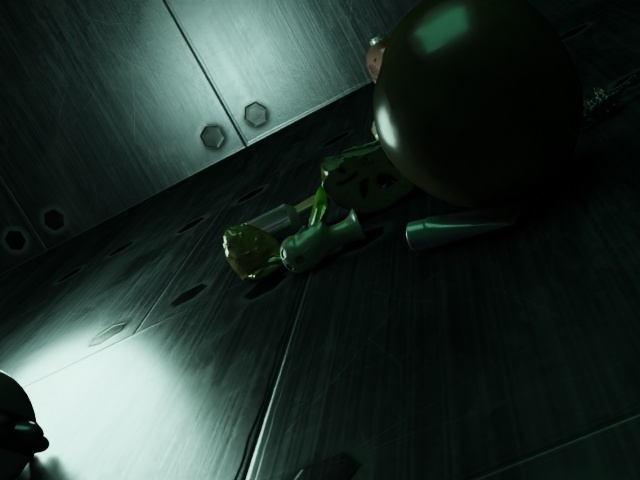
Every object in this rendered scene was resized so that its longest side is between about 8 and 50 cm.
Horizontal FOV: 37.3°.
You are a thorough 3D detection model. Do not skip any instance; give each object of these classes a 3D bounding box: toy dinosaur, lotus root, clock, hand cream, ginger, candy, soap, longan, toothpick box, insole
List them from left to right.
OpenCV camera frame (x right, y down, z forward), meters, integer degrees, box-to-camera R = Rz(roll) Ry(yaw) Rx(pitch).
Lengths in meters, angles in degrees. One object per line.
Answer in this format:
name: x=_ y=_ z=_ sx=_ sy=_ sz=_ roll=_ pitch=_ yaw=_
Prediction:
toothpick box: x=-0.578 y=0.313 z=1.502 sx=0.316 sy=0.229 sz=0.229 roll=-17 pitch=18 yaw=36
ginger: x=-0.135 y=0.015 z=1.864 sx=0.115 sy=0.123 sz=0.193 roll=-42 pitch=6 yaw=-4
soap: x=-0.113 y=-0.017 z=1.973 sx=0.149 sy=0.056 sz=0.100 roll=-25 pitch=-16 yaw=17
candy: x=-0.004 y=-0.049 z=1.879 sx=0.032 sy=0.102 sz=0.178 roll=16 pitch=20 yaw=-3
insole: x=0.016 y=-0.113 z=2.223 sx=0.247 sy=0.011 sz=0.081 roll=-29 pitch=13 yaw=-3
lotus root: x=0.115 y=-0.136 z=1.849 sx=0.234 sy=0.138 sz=0.119 roll=-23 pitch=20 yaw=20
clock: x=0.202 y=-0.444 z=2.575 sx=0.142 sy=0.241 sz=0.227 roll=-33 pitch=14 yaw=-2
hand cream: x=0.218 y=-0.023 z=1.436 sx=0.174 sy=0.047 sz=0.076 roll=-12 pitch=18 yaw=27
longan: x=0.239 y=-0.219 z=1.456 sx=0.360 sy=0.361 sz=0.361 roll=-27 pitch=14 yaw=7
toy dinosaur: x=0.493 y=-0.241 z=1.642 sx=0.154 sy=0.049 sz=0.055 roll=-37 pitch=12 yaw=-11

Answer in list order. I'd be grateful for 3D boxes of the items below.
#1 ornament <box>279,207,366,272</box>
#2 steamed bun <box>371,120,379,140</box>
ornament: x=0.000 y=0.000 z=1.706 sx=0.156 sy=0.081 sz=0.075 roll=-24 pitch=28 yaw=1
steamed bun: x=0.206 y=-0.260 z=2.178 sx=0.182 sy=0.106 sz=0.183 roll=-24 pitch=14 yaw=6
